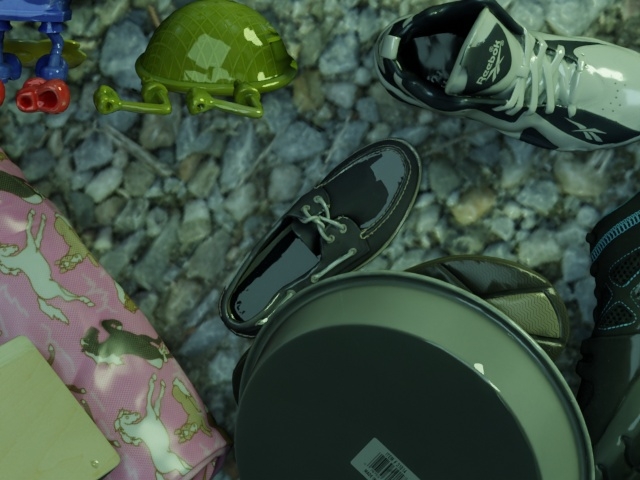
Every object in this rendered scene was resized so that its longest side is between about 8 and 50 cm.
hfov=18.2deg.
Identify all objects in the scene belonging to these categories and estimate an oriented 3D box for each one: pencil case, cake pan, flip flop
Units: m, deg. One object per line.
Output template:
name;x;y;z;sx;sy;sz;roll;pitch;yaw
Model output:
pencil case;-0.241;0.072;1.563;0.386;0.167;0.160;52;141;6
cake pan;0.058;0.166;1.501;0.293;0.054;0.293;11;116;23
flip flop;0.062;0.082;1.559;0.277;0.080;0.112;-21;93;23

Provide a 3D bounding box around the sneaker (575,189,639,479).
sneaker;0.258;0.057;1.521;0.139;0.125;0.341;35;99;35

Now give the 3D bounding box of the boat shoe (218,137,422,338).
boat shoe;0.000;0.000;1.569;0.206;0.065;0.075;-44;84;6

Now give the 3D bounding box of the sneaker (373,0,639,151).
sneaker;0.149;-0.124;1.502;0.235;0.153;0.094;18;94;9

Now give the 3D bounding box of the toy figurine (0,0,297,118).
toy figurine;-0.201;-0.219;1.514;0.362;0.191;0.217;2;105;5

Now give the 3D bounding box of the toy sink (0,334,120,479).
toy sink;-0.283;0.201;1.446;0.234;0.153;0.131;-41;85;30
